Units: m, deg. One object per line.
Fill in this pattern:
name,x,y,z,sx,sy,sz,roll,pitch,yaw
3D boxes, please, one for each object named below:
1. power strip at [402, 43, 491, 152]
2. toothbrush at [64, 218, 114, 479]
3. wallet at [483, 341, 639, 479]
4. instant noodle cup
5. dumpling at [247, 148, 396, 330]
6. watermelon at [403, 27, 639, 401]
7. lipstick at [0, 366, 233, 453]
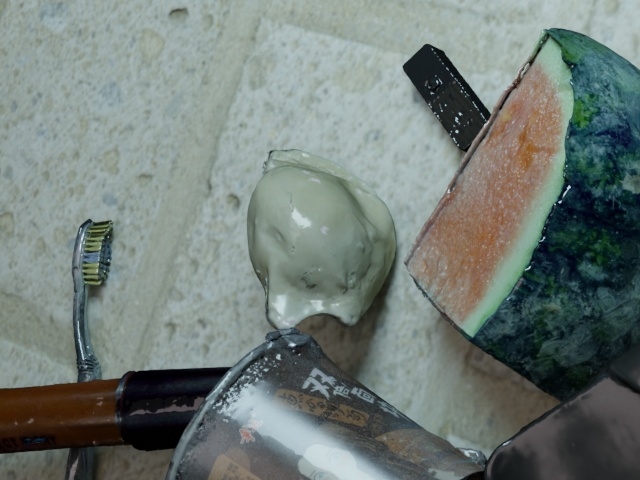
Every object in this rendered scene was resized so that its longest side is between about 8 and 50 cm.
power strip,0.115,-0.125,1.260,0.038,0.029,0.111,-44,60,19
toothbrush,-0.238,0.180,1.428,0.042,0.035,0.413,-4,78,30
wallet,0.310,0.141,1.040,0.377,0.051,0.197,-36,81,21
instant noodle cup,0.013,0.213,1.157,0.207,0.217,0.217,29,96,28
dumpling,0.000,0.000,1.261,0.118,0.136,0.199,125,155,-53
watermelon,0.168,-0.027,1.145,0.226,0.148,0.318,-8,73,40
lipstick,-0.215,0.166,1.360,0.418,0.077,0.077,-7,76,23
